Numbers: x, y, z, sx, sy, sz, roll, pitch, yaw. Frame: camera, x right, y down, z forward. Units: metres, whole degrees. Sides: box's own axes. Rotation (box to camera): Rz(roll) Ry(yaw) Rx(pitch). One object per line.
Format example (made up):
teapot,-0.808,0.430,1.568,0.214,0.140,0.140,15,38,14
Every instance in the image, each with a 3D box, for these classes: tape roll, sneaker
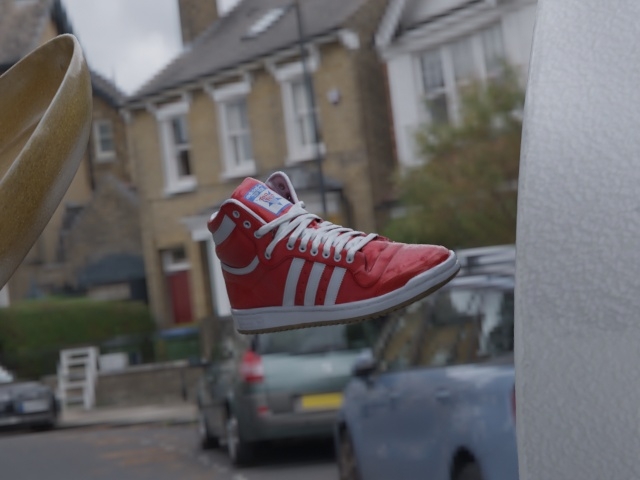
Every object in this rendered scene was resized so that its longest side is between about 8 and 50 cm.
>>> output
tape roll,0.159,0.033,0.570,0.072,0.392,0.392,-1,-1,23
sneaker,0.000,0.000,0.631,0.118,0.067,0.042,-12,12,36

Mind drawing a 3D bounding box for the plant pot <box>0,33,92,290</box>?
plant pot,-0.173,0.010,0.638,0.032,0.236,0.236,42,-25,-21
